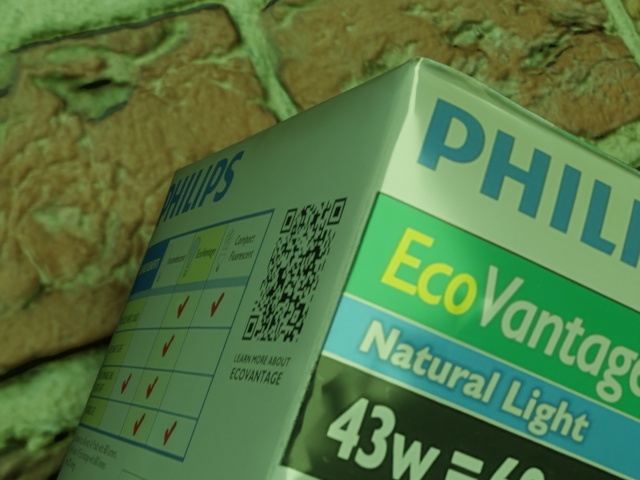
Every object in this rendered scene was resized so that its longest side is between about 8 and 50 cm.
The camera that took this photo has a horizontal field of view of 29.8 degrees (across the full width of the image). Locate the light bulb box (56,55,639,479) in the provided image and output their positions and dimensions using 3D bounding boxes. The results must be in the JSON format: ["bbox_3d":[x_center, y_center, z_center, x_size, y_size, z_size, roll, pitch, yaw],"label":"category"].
[{"bbox_3d":[0.006,0.147,0.594,0.225,0.358,0.361,24,77,-19],"label":"light bulb box"}]

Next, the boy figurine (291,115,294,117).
[{"bbox_3d":[0.000,0.000,0.867,0.285,0.092,0.177,-34,88,-34],"label":"boy figurine"}]
